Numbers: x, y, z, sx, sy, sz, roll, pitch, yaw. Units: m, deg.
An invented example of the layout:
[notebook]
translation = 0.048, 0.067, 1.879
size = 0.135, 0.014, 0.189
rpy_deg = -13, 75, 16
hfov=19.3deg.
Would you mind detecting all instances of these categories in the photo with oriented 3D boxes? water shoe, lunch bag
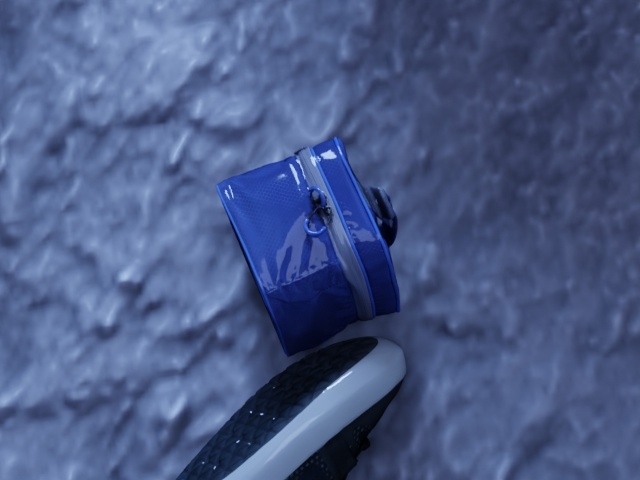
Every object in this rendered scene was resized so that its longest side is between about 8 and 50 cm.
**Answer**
[water shoe]
translation = -0.027, 0.129, 0.797
size = 0.203, 0.073, 0.080
rpy_deg = -46, 104, -6
[lunch bag]
translation = 0.000, 0.000, 0.796
size = 0.065, 0.098, 0.067
rpy_deg = -23, 71, -3
